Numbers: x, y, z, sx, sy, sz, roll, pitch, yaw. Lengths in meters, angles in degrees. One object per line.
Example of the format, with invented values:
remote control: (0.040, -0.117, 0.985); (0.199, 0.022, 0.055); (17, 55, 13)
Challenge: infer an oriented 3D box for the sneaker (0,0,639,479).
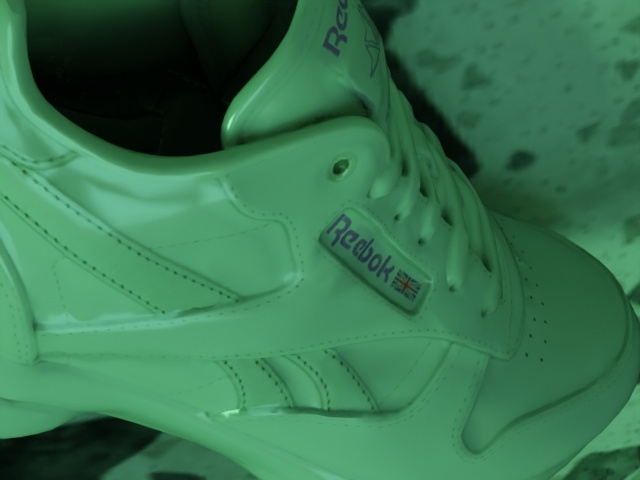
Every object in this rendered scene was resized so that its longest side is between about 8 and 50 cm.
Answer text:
sneaker: (0.000, 0.000, 0.514); (0.305, 0.114, 0.152); (12, 133, -38)
